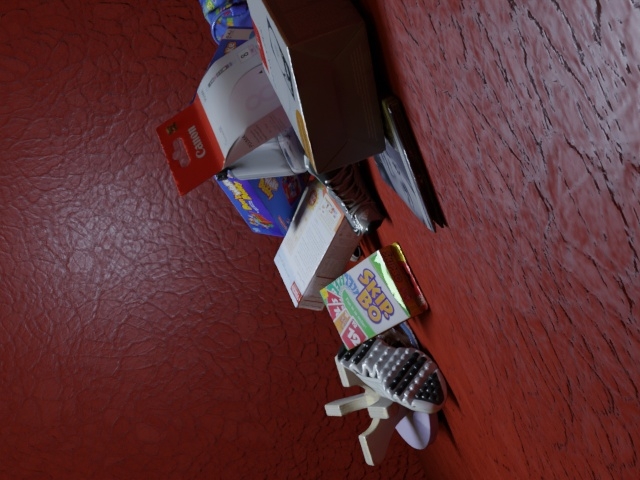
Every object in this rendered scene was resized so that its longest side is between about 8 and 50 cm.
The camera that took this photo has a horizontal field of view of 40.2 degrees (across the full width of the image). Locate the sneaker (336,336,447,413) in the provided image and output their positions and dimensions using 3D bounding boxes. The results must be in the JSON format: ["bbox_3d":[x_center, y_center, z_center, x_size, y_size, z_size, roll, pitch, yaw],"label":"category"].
[{"bbox_3d":[0.157,0.274,1.735,0.292,0.110,0.118,24,154,55],"label":"sneaker"}]

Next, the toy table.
[{"bbox_3d":[0.138,0.357,1.952,0.252,0.160,0.274,-37,75,57],"label":"toy table"}]

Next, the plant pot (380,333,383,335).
[{"bbox_3d":[0.112,0.115,1.686,0.096,0.109,0.109,53,-178,-25],"label":"plant pot"}]

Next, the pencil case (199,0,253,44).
[{"bbox_3d":[-0.224,-0.560,1.871,0.133,0.119,0.306,94,153,-62],"label":"pencil case"}]

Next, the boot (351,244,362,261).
[{"bbox_3d":[0.066,-0.006,2.084,0.118,0.042,0.087,64,171,-3],"label":"boot"}]

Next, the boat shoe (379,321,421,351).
[{"bbox_3d":[0.156,0.196,1.821,0.066,0.066,0.183,71,173,-55],"label":"boat shoe"}]

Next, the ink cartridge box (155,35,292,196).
[{"bbox_3d":[-0.157,-0.201,1.378,0.066,0.232,0.189,58,-176,-48],"label":"ink cartridge box"}]

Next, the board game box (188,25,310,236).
[{"bbox_3d":[-0.117,-0.197,1.654,0.233,0.078,0.347,-68,-29,-25],"label":"board game box"}]

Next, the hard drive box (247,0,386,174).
[{"bbox_3d":[-0.013,-0.222,1.020,0.181,0.089,0.232,76,173,-45],"label":"hard drive box"}]

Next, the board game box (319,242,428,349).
[{"bbox_3d":[0.088,0.101,1.521,0.259,0.039,0.124,-38,75,55],"label":"board game box"}]

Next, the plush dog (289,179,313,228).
[{"bbox_3d":[-0.015,-0.063,1.934,0.262,0.210,0.225,48,-167,9],"label":"plush dog"}]

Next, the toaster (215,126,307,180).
[{"bbox_3d":[-0.077,-0.189,1.454,0.129,0.146,0.227,64,-143,-39],"label":"toaster"}]

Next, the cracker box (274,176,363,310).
[{"bbox_3d":[0.000,0.000,1.706,0.232,0.067,0.156,-62,35,28],"label":"cracker box"}]

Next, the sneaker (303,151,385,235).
[{"bbox_3d":[0.054,-0.079,1.400,0.132,0.086,0.229,59,-175,22],"label":"sneaker"}]

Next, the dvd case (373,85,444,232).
[{"bbox_3d":[0.083,-0.116,1.068,0.221,0.018,0.165,-123,9,-66],"label":"dvd case"}]

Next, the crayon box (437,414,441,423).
[{"bbox_3d":[0.209,0.370,2.163,0.318,0.081,0.202,85,160,-80],"label":"crayon box"}]
